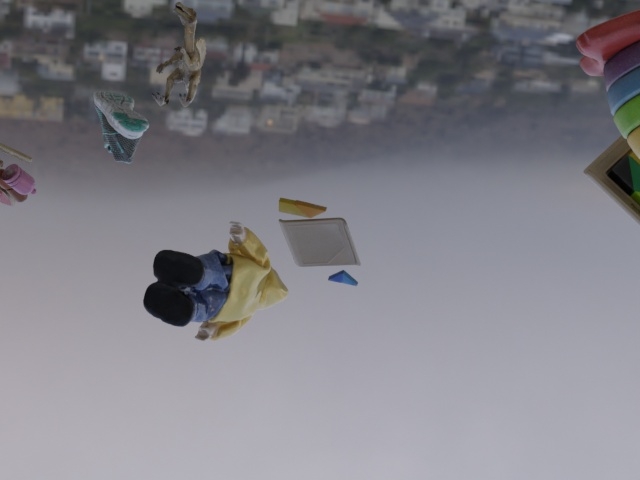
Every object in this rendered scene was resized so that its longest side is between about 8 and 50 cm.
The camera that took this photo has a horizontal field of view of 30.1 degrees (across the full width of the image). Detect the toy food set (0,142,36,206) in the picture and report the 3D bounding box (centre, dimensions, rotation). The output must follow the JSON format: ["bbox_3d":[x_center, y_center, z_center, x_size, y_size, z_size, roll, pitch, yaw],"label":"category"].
[{"bbox_3d":[-0.303,-0.057,1.116,0.078,0.019,0.122,25,155,-7],"label":"toy food set"}]

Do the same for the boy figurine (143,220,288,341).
[{"bbox_3d":[-0.133,0.057,1.720,0.092,0.177,0.285,18,-171,24],"label":"boy figurine"}]

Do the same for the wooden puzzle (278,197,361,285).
[{"bbox_3d":[0.000,0.000,1.177,0.078,0.116,0.014,6,-131,16],"label":"wooden puzzle"}]

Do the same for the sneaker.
[{"bbox_3d":[-0.303,-0.167,1.752,0.065,0.076,0.166,6,-156,-24],"label":"sneaker"}]

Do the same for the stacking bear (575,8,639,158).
[{"bbox_3d":[0.472,-0.155,1.592,0.164,0.289,0.175,-21,168,12],"label":"stacking bear"}]

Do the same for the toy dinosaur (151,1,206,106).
[{"bbox_3d":[-0.162,-0.203,1.465,0.053,0.183,0.093,21,-125,11],"label":"toy dinosaur"}]

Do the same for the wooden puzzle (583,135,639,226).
[{"bbox_3d":[0.605,-0.107,2.090,0.221,0.044,0.238,45,-123,10],"label":"wooden puzzle"}]
